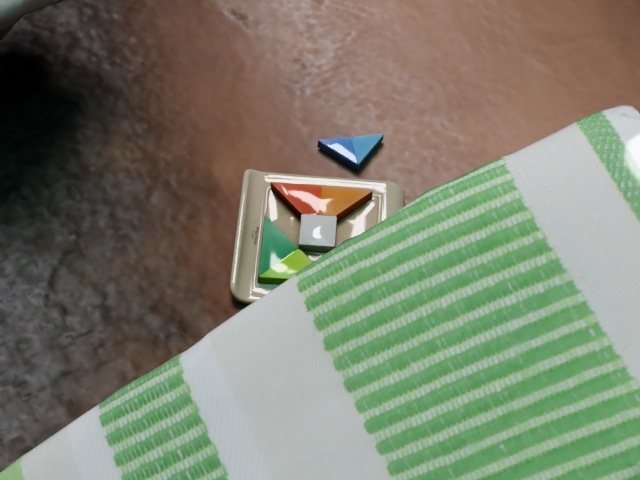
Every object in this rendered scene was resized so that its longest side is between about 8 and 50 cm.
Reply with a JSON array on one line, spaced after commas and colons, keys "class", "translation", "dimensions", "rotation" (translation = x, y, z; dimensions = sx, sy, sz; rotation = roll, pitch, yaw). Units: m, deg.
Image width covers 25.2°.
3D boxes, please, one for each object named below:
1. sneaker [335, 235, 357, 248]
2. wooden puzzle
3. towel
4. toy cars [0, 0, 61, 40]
[{"class": "sneaker", "translation": [0.077, 0.055, 0.537], "dimensions": [0.269, 0.101, 0.153], "rotation": [-25, 69, -17]}, {"class": "wooden puzzle", "translation": [0.000, 0.000, 0.618], "dimensions": [0.079, 0.014, 0.116], "rotation": [1, 58, -6]}, {"class": "towel", "translation": [0.016, 0.130, 0.435], "dimensions": [0.325, 0.038, 0.247], "rotation": [-35, 63, 12]}, {"class": "toy cars", "translation": [-0.278, -0.075, 0.571], "dimensions": [0.394, 0.087, 0.176], "rotation": [-12, 19, -23]}]
